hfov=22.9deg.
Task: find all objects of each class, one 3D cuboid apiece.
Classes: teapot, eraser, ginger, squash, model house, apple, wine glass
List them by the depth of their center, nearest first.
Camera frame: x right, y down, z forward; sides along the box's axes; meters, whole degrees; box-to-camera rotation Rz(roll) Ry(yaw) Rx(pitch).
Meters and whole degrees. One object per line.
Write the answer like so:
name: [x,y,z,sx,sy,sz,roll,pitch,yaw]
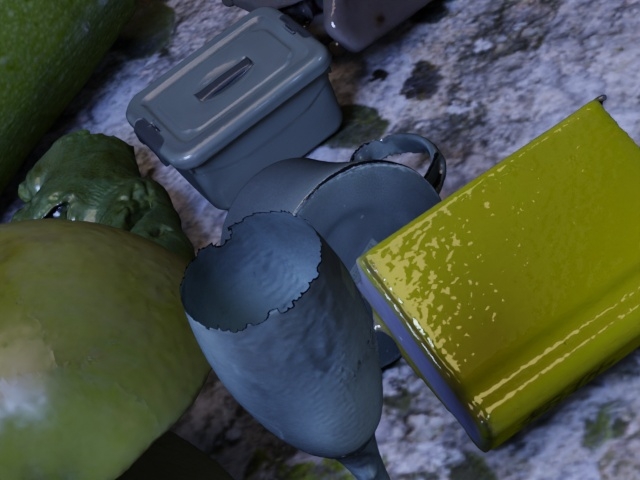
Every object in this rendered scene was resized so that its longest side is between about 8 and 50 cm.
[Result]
wine glass: [0.088,0.073,0.955,0.264,0.309,0.096,-29,42,-2]
apple: [-0.174,0.132,1.042,0.292,0.292,0.254,-29,20,-2]
eraser: [0.153,0.024,1.106,0.226,0.069,0.158,-33,73,-9]
teapot: [0.000,0.000,1.203,0.239,0.162,0.149,-45,33,-18]
ginger: [-0.183,-0.002,1.325,0.137,0.089,0.290,-3,32,-30]
squash: [-0.369,-0.158,1.457,0.263,0.263,0.384,9,54,33]
model house: [0.019,-0.261,1.466,0.188,0.122,0.229,2,35,46]

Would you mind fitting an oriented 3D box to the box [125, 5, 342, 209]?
box: [-0.068,-0.109,1.375,0.172,0.093,0.124,-37,43,-9]
